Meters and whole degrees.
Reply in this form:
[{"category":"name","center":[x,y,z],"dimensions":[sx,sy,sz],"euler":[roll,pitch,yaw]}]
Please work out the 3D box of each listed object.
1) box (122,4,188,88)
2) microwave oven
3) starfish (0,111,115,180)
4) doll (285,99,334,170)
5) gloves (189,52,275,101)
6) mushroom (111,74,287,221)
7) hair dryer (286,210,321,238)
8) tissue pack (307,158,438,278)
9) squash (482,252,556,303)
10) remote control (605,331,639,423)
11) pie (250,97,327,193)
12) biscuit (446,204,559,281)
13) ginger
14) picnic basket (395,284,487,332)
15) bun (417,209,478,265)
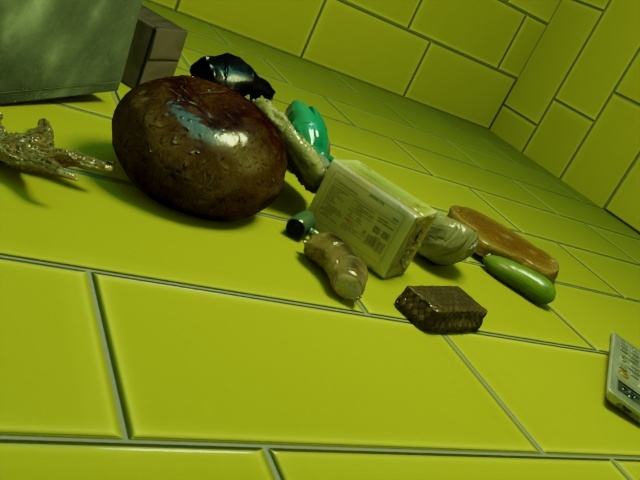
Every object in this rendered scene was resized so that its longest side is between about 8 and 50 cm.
[{"category":"box","center":[-0.518,-0.544,1.912],"dimensions":[0.252,0.188,0.153],"euler":[31,22,18]},{"category":"microwave oven","center":[-0.602,-0.484,1.431],"dimensions":[0.236,0.374,0.432],"euler":[33,26,14]},{"category":"starfish","center":[-0.501,-0.158,1.194],"dimensions":[0.302,0.060,0.299],"euler":[25,14,14]},{"category":"doll","center":[-0.055,-0.251,1.848],"dimensions":[0.195,0.153,0.258],"euler":[38,33,-21]},{"category":"gloves","center":[-0.244,-0.456,2.106],"dimensions":[0.301,0.152,0.197],"euler":[14,47,-64]},{"category":"mushroom","center":[-0.231,-0.183,1.362],"dimensions":[0.345,0.239,0.345],"euler":[3,38,-3]},{"category":"hair dryer","center":[0.000,0.000,1.442],"dimensions":[0.150,0.047,0.071],"euler":[39,24,4]},{"category":"tissue pack","center":[0.105,-0.049,1.493],"dimensions":[0.234,0.159,0.125],"euler":[36,24,24]},{"category":"squash","center":[0.494,0.092,1.748],"dimensions":[0.201,0.066,0.066],"euler":[33,22,25]},{"category":"remote control","center":[0.647,0.290,1.478],"dimensions":[0.109,0.055,0.313],"euler":[37,27,10]},{"category":"pie","center":[-0.072,-0.208,1.577],"dimensions":[0.274,0.055,0.274],"euler":[49,-6,7]},{"category":"biscuit","center":[0.488,0.016,1.925],"dimensions":[0.344,0.057,0.287],"euler":[34,22,19]},{"category":"ginger","center":[0.034,0.046,1.319],"dimensions":[0.095,0.069,0.190],"euler":[-19,44,-27]},{"category":"picnic basket","center":[0.241,0.130,1.379],"dimensions":[0.193,0.054,0.110],"euler":[2,31,-43]},{"category":"bun","center":[0.277,0.002,1.637],"dimensions":[0.167,0.113,0.173],"euler":[29,-3,-5]}]
